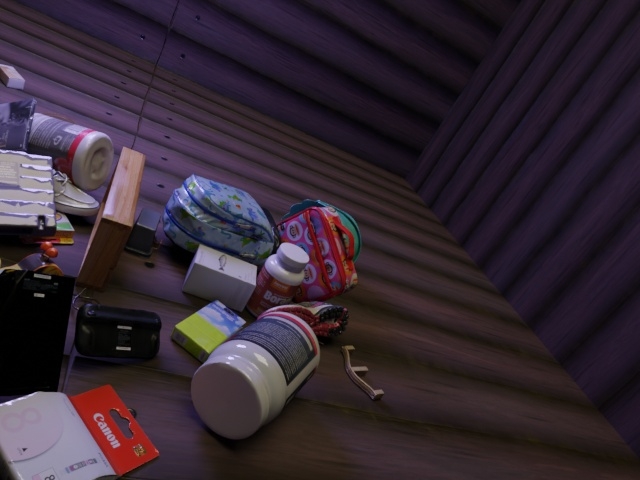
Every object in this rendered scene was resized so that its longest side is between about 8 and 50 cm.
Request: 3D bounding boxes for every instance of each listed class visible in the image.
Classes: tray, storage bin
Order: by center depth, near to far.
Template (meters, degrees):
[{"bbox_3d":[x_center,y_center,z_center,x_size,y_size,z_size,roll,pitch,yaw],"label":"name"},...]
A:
[{"bbox_3d":[-0.543,-0.072,1.268,0.076,0.202,0.410,20,25,-27],"label":"tray"},{"bbox_3d":[-0.498,-0.025,1.372,0.098,0.091,0.135,22,25,-19],"label":"storage bin"}]

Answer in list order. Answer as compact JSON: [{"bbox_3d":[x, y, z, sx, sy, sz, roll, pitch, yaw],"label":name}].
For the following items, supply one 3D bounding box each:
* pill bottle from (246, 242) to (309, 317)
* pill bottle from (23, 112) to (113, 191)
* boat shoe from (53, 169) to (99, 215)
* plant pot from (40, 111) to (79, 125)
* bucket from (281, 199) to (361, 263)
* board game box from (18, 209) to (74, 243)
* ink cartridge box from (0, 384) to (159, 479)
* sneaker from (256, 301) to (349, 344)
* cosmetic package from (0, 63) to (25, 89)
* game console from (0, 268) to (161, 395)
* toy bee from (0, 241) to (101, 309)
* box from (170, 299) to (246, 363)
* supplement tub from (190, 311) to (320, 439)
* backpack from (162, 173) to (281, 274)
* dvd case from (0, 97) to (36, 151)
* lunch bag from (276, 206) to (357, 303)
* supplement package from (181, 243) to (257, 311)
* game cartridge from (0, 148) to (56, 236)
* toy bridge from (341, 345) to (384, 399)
[{"bbox_3d":[-0.121,0.118,1.375,0.121,0.216,0.121,25,24,-12],"label":"pill bottle"},{"bbox_3d":[-0.784,-0.266,1.374,0.319,0.176,0.176,17,23,2],"label":"pill bottle"},{"bbox_3d":[-0.717,-0.147,1.278,0.258,0.084,0.095,22,23,-22],"label":"boat shoe"},{"bbox_3d":[-0.858,-0.339,1.551,0.238,0.109,0.237,25,25,-12],"label":"plant pot"},{"bbox_3d":[0.000,0.000,1.710,0.281,0.281,0.183,43,21,26],"label":"bucket"},{"bbox_3d":[-0.749,-0.079,1.256,0.124,0.039,0.259,0,40,-51],"label":"board game box"},{"bbox_3d":[-0.411,0.329,0.809,0.189,0.066,0.232,41,29,24],"label":"ink cartridge box"},{"bbox_3d":[-0.059,0.235,1.376,0.299,0.120,0.112,7,4,-42],"label":"sneaker"},{"bbox_3d":[-1.179,-0.622,1.820,0.115,0.041,0.060,41,25,23],"label":"cosmetic package"},{"bbox_3d":[-0.458,0.187,0.932,0.044,0.213,0.361,-6,-17,31],"label":"game console"},{"bbox_3d":[-0.593,0.079,0.952,0.196,0.162,0.298,23,19,11],"label":"toy bee"},{"bbox_3d":[-0.276,0.222,1.199,0.109,0.042,0.178,35,23,9],"label":"box"},{"bbox_3d":[-0.133,0.285,1.055,0.191,0.191,0.272,36,23,12],"label":"supplement tub"},{"bbox_3d":[-0.307,-0.052,1.483,0.356,0.273,0.290,5,36,-31],"label":"backpack"},{"bbox_3d":[-0.877,-0.295,1.282,0.018,0.222,0.164,65,19,-65],"label":"dvd case"},{"bbox_3d":[-0.002,0.044,1.521,0.120,0.258,0.292,-7,76,-55],"label":"lunch bag"},{"bbox_3d":[-0.281,0.106,1.349,0.180,0.105,0.105,23,25,-17],"label":"supplement package"},{"bbox_3d":[-0.811,-0.118,1.097,0.355,0.068,0.230,2,53,-36],"label":"game cartridge"},{"bbox_3d":[0.107,0.375,1.374,0.063,0.026,0.188,9,31,-39],"label":"toy bridge"}]
